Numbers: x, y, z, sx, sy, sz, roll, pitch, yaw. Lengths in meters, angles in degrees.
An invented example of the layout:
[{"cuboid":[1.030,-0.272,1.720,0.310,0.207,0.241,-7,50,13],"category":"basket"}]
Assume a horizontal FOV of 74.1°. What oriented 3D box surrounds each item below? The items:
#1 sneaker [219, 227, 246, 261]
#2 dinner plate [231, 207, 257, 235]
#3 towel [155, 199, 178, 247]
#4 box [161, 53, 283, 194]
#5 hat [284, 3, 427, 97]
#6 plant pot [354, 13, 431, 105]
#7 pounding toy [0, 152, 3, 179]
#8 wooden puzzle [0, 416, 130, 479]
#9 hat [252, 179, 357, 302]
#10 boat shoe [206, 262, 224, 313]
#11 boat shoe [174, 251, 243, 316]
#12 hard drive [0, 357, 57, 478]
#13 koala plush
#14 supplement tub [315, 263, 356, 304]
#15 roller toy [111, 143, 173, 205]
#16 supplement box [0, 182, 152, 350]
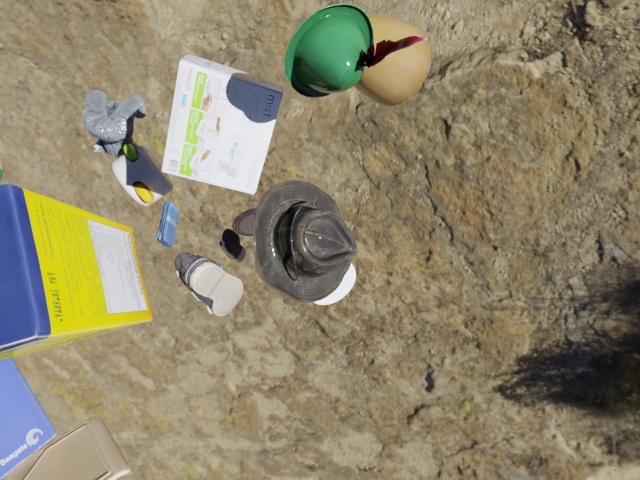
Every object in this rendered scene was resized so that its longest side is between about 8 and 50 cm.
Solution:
[{"cuboid":[-0.384,0.023,1.751,0.097,0.084,0.234,19,153,16],"category":"sneaker"},{"cuboid":[-0.198,-0.054,1.287,0.141,0.141,0.017,0,132,14],"category":"dinner plate"},{"cuboid":[-0.418,-0.044,1.161,0.029,0.119,0.067,0,157,4],"category":"towel"},{"cuboid":[-0.234,-0.271,1.014,0.231,0.127,0.262,12,118,-15],"category":"box"},{"cuboid":[0.052,-0.262,0.695,0.173,0.183,0.208,-30,155,2],"category":"hat"},{"cuboid":[0.139,-0.514,1.163,0.237,0.254,0.237,4,96,40],"category":"plant pot"},{"cuboid":[-0.557,-0.078,0.622,0.094,0.206,0.181,20,149,-24],"category":"pounding toy"},{"cuboid":[-0.561,0.510,0.913,0.221,0.239,0.044,20,124,45],"category":"wooden puzzle"},{"cuboid":[0.000,0.000,1.034,0.134,0.331,0.331,-5,126,46],"category":"hat"},{"cuboid":[-0.262,0.123,1.068,0.049,0.056,0.152,2,123,-7],"category":"boat shoe"},{"cuboid":[-0.194,0.075,0.750,0.065,0.075,0.206,33,163,19],"category":"boat shoe"},{"cuboid":[-0.552,0.215,0.605,0.040,0.210,0.318,-23,97,20],"category":"hard drive"},{"cuboid":[-0.733,-0.381,1.514,0.196,0.203,0.221,6,146,-11],"category":"koala plush"},{"cuboid":[-0.027,0.075,1.655,0.235,0.325,0.235,-15,126,-21],"category":"supplement tub"},{"cuboid":[-0.632,-0.223,1.503,0.146,0.191,0.209,-35,92,-6],"category":"roller toy"},{"cuboid":[-0.438,0.068,0.659,0.195,0.356,0.194,-16,83,-3],"category":"supplement box"}]
